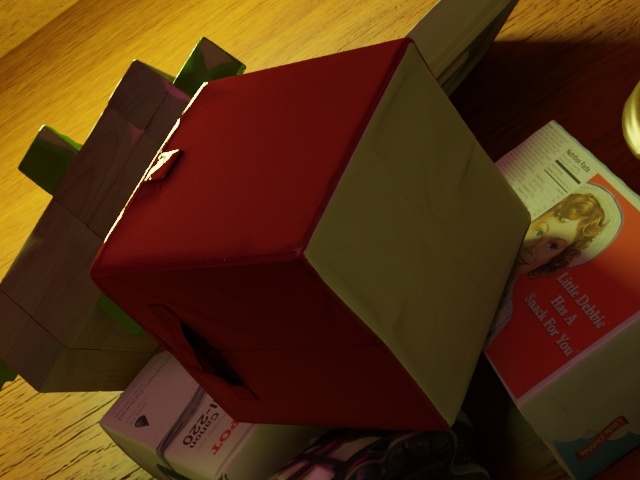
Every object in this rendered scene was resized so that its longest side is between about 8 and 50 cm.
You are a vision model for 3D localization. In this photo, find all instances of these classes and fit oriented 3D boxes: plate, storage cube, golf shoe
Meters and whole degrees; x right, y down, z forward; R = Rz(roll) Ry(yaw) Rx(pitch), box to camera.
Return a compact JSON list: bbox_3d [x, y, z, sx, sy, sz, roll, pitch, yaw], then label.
[{"bbox_3d":[0.101,-0.159,1.157,0.277,0.045,0.278,-47,-5,-16],"label":"plate"},{"bbox_3d":[0.000,0.000,0.807,0.193,0.184,0.215,-5,47,42],"label":"storage cube"},{"bbox_3d":[-0.005,0.201,0.843,0.272,0.105,0.120,-27,15,12],"label":"golf shoe"}]

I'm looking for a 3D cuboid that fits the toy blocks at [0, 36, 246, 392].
[{"bbox_3d":[-0.151,0.001,1.138,0.190,0.261,0.381,36,98,22],"label":"toy blocks"}]

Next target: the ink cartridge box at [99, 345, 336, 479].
[{"bbox_3d":[-0.067,0.141,0.994,0.217,0.092,0.159,8,55,54],"label":"ink cartridge box"}]

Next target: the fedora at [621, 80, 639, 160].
[{"bbox_3d":[0.319,-0.089,0.855,0.194,0.079,0.194,-23,37,19],"label":"fedora"}]

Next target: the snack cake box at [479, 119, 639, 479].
[{"bbox_3d":[0.176,0.031,0.851,0.152,0.089,0.264,-36,28,6],"label":"snack cake box"}]
